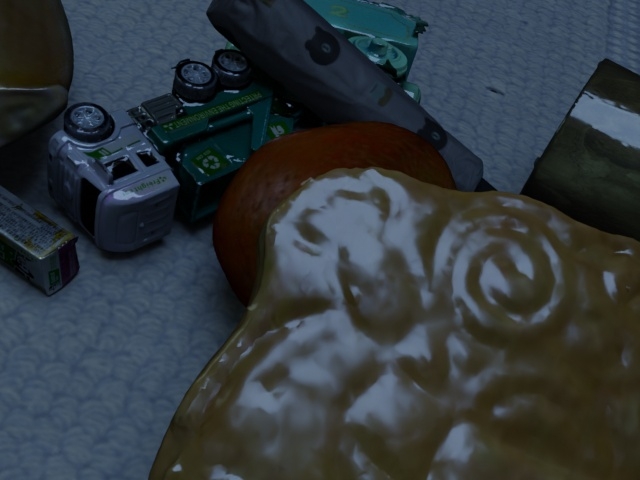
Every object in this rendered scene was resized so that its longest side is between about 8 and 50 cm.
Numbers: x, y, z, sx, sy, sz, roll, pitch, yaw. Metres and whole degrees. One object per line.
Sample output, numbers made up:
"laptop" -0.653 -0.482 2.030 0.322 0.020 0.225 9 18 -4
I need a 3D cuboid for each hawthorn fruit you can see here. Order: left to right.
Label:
"hawthorn fruit" 0.000 0.000 0.626 0.225 0.196 0.196 11 37 35

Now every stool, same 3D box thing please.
"stool" 0.328 -0.027 0.730 0.264 0.179 0.179 32 47 13

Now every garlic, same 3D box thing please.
"garlic" -0.292 -0.174 0.702 0.143 0.112 0.318 -19 46 -11

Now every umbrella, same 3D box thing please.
"umbrella" 0.045 -0.120 0.729 0.337 0.067 0.073 38 42 -17

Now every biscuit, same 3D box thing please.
"biscuit" 0.104 0.149 0.460 0.385 0.062 0.365 23 73 -6

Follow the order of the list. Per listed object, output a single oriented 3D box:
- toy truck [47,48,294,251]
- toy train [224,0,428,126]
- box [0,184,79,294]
"toy truck" -0.113 -0.071 0.687 0.216 0.110 0.116 -28 65 -34
"toy train" 0.006 -0.188 0.835 0.203 0.112 0.163 16 38 -5
"box" -0.281 -0.031 0.636 0.207 0.050 0.041 31 50 13
